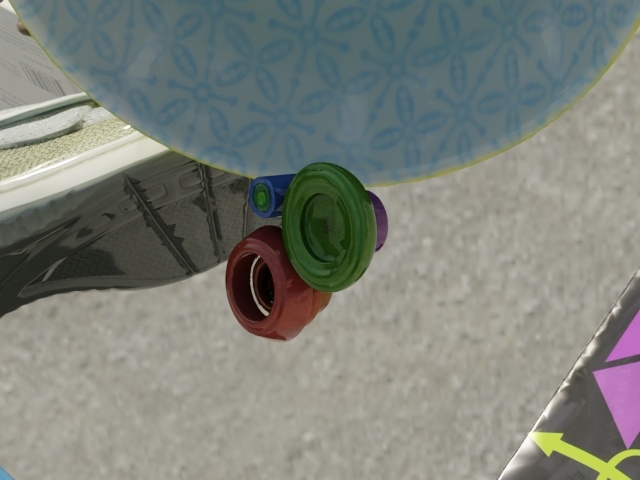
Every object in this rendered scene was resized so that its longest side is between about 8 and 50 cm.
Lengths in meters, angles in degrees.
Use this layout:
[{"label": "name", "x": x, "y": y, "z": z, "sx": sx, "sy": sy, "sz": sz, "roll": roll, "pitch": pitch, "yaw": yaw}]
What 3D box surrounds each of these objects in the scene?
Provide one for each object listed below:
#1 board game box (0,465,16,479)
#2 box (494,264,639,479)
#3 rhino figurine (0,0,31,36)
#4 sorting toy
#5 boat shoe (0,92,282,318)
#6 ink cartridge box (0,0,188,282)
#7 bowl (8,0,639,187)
[{"label": "board game box", "x": -0.156, "y": 0.307, "z": 1.033, "sx": 0.302, "sy": 0.086, "sz": 0.308, "roll": 45, "pitch": 21, "yaw": -3}, {"label": "box", "x": 0.143, "y": 0.064, "z": 0.508, "sx": 0.162, "sy": 0.029, "sz": 0.116, "roll": 24, "pitch": 62, "yaw": 27}, {"label": "rhino figurine", "x": -0.167, "y": -0.232, "z": 1.214, "sx": 0.073, "sy": 0.106, "sz": 0.243, "roll": 15, "pitch": 33, "yaw": -4}, {"label": "sorting toy", "x": 0.000, "y": 0.000, "z": 0.763, "sx": 0.042, "sy": 0.102, "sz": 0.061, "roll": -8, "pitch": 69, "yaw": -39}, {"label": "boat shoe", "x": -0.133, "y": -0.031, "z": 0.907, "sx": 0.320, "sy": 0.118, "sz": 0.103, "roll": -20, "pitch": 62, "yaw": -7}, {"label": "ink cartridge box", "x": -0.205, "y": -0.139, "z": 1.700, "sx": 0.207, "sy": 0.353, "sz": 0.119, "roll": 28, "pitch": 66, "yaw": 38}, {"label": "bowl", "x": 0.008, "y": -0.183, "z": 0.798, "sx": 0.289, "sy": 0.289, "sz": 0.156, "roll": 0, "pitch": 34, "yaw": 10}]
